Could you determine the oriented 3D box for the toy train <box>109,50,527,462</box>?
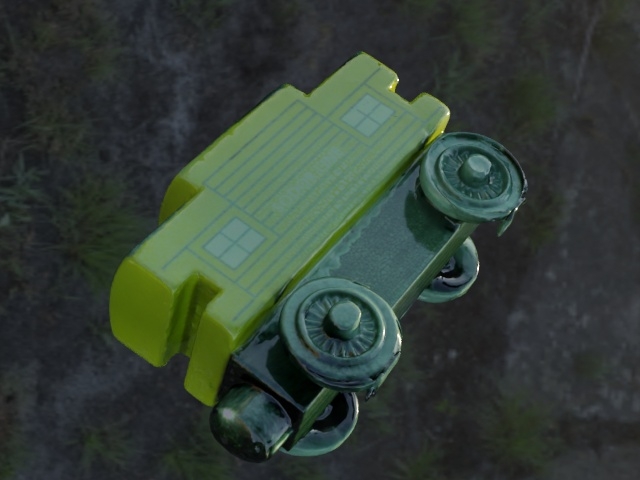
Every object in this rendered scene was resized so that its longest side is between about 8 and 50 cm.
[{"bbox_3d":[0.000,0.000,1.050,0.442,0.272,0.179,-46,165,-37],"label":"toy train"}]
